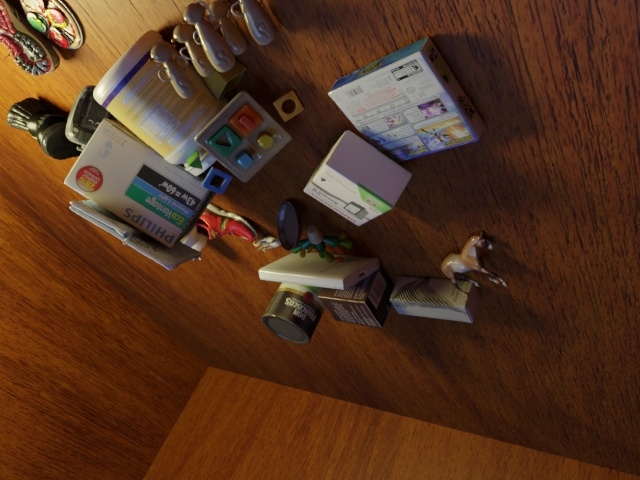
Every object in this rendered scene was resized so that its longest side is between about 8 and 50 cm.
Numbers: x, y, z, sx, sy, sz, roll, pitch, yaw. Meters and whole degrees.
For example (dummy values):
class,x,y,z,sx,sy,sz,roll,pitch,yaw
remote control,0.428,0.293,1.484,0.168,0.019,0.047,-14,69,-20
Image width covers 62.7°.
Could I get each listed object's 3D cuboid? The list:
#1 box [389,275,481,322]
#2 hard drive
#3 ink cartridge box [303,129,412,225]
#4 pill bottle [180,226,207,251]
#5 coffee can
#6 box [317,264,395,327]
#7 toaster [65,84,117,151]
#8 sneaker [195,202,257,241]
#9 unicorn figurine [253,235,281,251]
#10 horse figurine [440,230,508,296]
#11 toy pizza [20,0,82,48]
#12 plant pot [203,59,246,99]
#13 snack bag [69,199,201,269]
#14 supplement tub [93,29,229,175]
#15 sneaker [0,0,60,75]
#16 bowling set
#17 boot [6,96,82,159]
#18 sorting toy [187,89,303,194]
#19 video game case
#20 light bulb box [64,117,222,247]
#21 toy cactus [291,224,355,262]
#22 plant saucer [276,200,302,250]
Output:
class,x,y,z,sx,sy,sz,roll,pitch,yaw
box,0.381,0.193,1.753,0.275,0.113,0.094,0,139,38
hard drive,-0.006,0.099,1.825,0.353,0.233,0.047,4,108,36
ink cartridge box,0.088,-0.152,1.385,0.198,0.114,0.273,32,166,-6
pill bottle,-0.605,-0.046,2.154,0.265,0.153,0.153,42,148,-24
coffee can,-0.075,0.230,2.019,0.202,0.275,0.201,20,149,13
box,0.136,0.192,1.894,0.203,0.168,0.167,3,143,37
toaster,-0.728,-0.396,1.676,0.129,0.227,0.146,17,174,-36
sneaker,-0.373,-0.045,1.997,0.279,0.118,0.107,23,151,9
unicorn figurine,-0.176,0.011,1.963,0.162,0.111,0.060,30,132,42
horse figurine,0.438,0.082,1.568,0.174,0.066,0.263,45,153,-9
toy pizza,-0.777,-0.633,1.504,0.201,0.032,0.201,21,150,13
plant pot,-0.256,-0.431,1.346,0.083,0.081,0.081,45,148,-6
snack bag,-0.536,-0.026,1.585,0.343,0.037,0.323,33,-175,-1
supplement tub,-0.398,-0.358,1.408,0.331,0.241,0.241,43,147,-23
sneaker,-0.917,-0.625,1.566,0.121,0.112,0.299,-31,109,16
bowling set,-0.263,-0.468,1.202,0.154,0.287,0.200,57,173,-31
boot,-0.963,-0.396,1.815,0.260,0.131,0.348,31,-179,-8
sorting toy,-0.192,-0.258,1.351,0.196,0.348,0.047,40,-167,-37
video game case,0.191,-0.300,1.190,0.270,0.061,0.244,-8,134,47
light bulb box,-0.529,-0.183,1.650,0.358,0.225,0.361,33,-176,-9
toy cactus,0.000,0.000,1.766,0.219,0.112,0.180,5,152,19
plant saucer,-0.102,-0.049,1.764,0.029,0.168,0.168,-3,163,-28
